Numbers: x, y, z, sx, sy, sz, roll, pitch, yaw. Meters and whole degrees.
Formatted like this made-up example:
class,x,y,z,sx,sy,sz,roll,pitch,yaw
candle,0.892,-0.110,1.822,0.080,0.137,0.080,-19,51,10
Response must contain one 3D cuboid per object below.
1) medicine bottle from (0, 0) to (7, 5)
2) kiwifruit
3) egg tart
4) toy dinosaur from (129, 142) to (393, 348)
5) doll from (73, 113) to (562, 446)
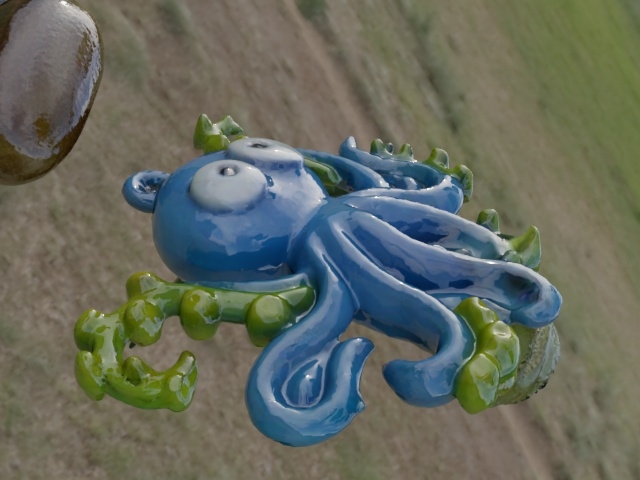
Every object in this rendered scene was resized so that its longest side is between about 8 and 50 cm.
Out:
class,x,y,z,sx,sy,sz,roll,pitch,yaw
medicine bottle,-0.289,-0.322,1.013,0.208,0.339,0.208,29,29,-18
kiwifruit,-0.160,-0.084,0.602,0.075,0.075,0.124,42,47,-38
egg tart,0.270,0.167,1.579,0.078,0.197,0.197,39,28,-19
toy dinosaur,-0.088,0.016,1.395,0.087,0.447,0.301,10,24,-46
doll,0.000,0.000,0.771,0.346,0.341,0.098,-52,146,-48
